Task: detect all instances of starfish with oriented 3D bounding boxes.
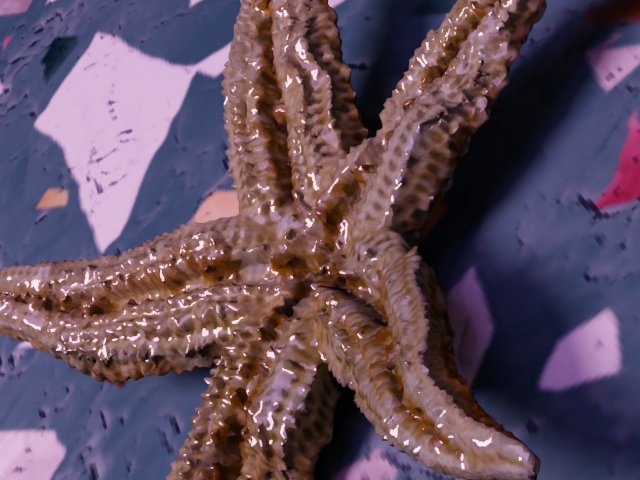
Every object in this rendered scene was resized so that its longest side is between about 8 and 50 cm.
[{"bbox_3d":[0.003,0.000,0.621,0.358,0.078,0.347,-45,39,11],"label":"starfish"}]
